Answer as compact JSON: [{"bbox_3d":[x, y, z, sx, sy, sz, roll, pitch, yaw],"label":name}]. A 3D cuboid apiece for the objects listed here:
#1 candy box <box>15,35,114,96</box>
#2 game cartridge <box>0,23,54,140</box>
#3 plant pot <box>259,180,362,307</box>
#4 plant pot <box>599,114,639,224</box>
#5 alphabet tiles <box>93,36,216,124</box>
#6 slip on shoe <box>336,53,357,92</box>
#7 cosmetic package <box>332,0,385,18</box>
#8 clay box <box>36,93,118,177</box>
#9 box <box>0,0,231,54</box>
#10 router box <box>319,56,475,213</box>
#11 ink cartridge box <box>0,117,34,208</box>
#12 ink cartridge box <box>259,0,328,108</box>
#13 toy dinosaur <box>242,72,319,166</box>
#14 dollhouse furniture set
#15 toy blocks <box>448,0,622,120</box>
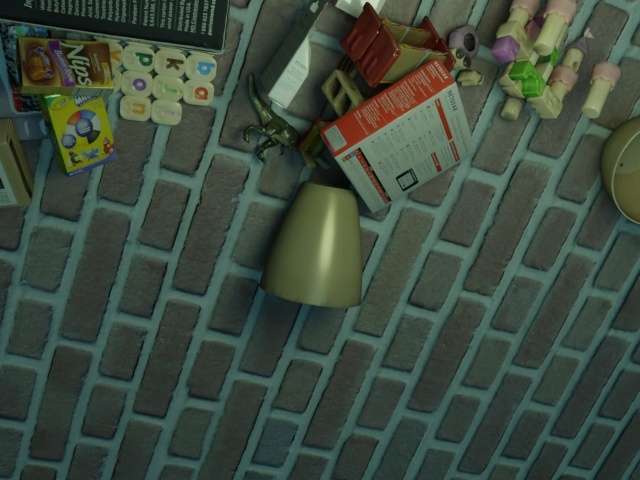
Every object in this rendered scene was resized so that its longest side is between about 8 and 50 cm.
[{"bbox_3d":[-0.538,-0.365,1.571,0.186,0.053,0.109,-4,80,-30],"label":"candy box"},{"bbox_3d":[-0.688,-0.389,1.610,0.230,0.068,0.355,-3,115,-4],"label":"game cartridge"},{"bbox_3d":[0.000,0.000,1.822,0.256,0.256,0.274,9,97,-14],"label":"plant pot"},{"bbox_3d":[0.822,-0.202,1.874,0.284,0.191,0.284,-3,115,-7],"label":"plant pot"},{"bbox_3d":[-0.373,-0.404,1.673,0.278,0.021,0.284,6,113,-9],"label":"alphabet tiles"},{"bbox_3d":[0.062,-0.385,1.747,0.041,0.051,0.135,13,109,-58],"label":"slip on shoe"},{"bbox_3d":[0.125,-0.607,1.640,0.099,0.060,0.239,23,109,-19],"label":"cosmetic package"},{"bbox_3d":[-0.540,-0.266,1.652,0.127,0.053,0.222,-29,129,-31],"label":"clay box"},{"bbox_3d":[-0.383,-0.596,1.300,0.471,0.480,0.297,4,133,-11],"label":"box"},{"bbox_3d":[0.189,-0.225,1.716,0.301,0.082,0.335,-31,153,5],"label":"router box"},{"bbox_3d":[-0.780,-0.159,1.649,0.234,0.088,0.193,-7,139,-5],"label":"ink cartridge box"},{"bbox_3d":[-0.045,-0.418,1.629,0.066,0.189,0.232,34,105,-22],"label":"ink cartridge box"},{"bbox_3d":[-0.120,-0.255,1.765,0.118,0.064,0.268,-44,114,-4],"label":"toy dinosaur"},{"bbox_3d":[0.105,-0.337,1.705,0.201,0.152,0.374,-1,143,-42],"label":"dollhouse furniture set"},{"bbox_3d":[0.506,-0.458,1.717,0.288,0.309,0.260,37,71,-34],"label":"toy blocks"}]
